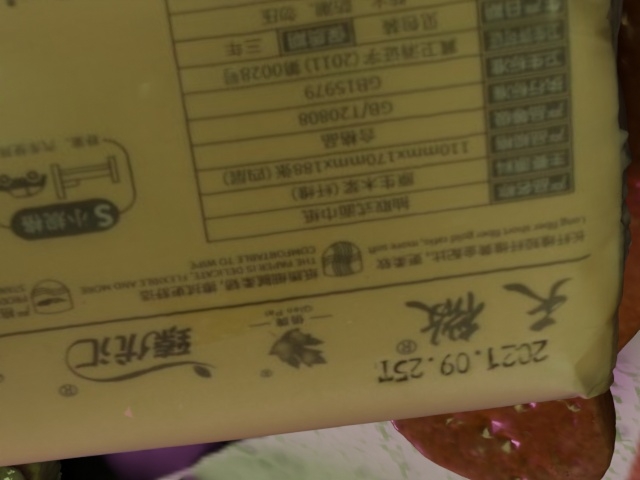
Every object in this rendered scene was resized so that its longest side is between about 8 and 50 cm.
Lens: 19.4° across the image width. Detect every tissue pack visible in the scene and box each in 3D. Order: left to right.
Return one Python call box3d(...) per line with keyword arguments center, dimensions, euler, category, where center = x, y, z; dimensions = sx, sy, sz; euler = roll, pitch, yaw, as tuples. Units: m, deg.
box3d(center=(-0.034, -0.035, 0.458), dimensions=(0.222, 0.090, 0.186), euler=(-9, 128, 1), category="tissue pack")

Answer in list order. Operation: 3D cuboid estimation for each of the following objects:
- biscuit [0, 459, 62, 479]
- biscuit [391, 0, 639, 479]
box3d(center=(-0.114, 0.133, 0.763), dimensions=(0.250, 0.046, 0.147), euler=(27, 134, 1), category="biscuit")
box3d(center=(0.077, -0.050, 0.526), dimensions=(0.205, 0.049, 0.324), euler=(30, 134, -3), category="biscuit")
